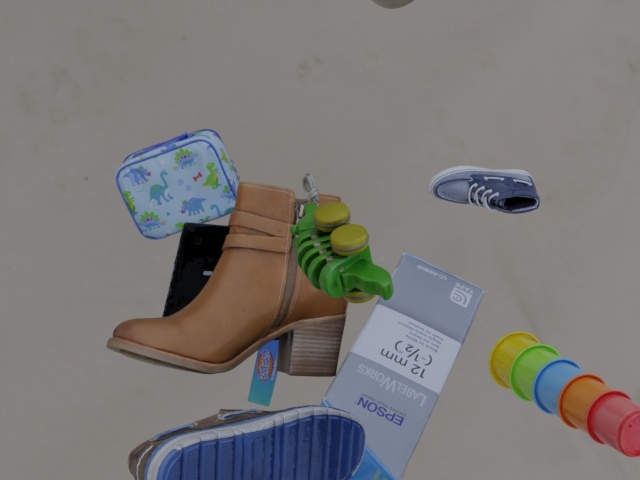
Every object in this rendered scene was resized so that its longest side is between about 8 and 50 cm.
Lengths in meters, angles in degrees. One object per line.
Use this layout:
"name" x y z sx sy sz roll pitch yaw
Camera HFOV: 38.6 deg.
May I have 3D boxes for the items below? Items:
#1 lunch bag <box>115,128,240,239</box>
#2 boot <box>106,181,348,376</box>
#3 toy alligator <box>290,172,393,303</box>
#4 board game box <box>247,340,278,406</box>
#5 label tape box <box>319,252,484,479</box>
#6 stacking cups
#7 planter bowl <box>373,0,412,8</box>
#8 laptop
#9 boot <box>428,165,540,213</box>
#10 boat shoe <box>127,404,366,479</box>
"lunch bag" -0.272 -0.112 1.766 0.219 0.090 0.176 -19 111 10
"boot" -0.094 0.040 1.034 0.284 0.109 0.220 5 85 -20
"toy alligator" 0.000 0.000 0.724 0.051 0.189 0.056 -20 124 -12
"board game box" -0.088 0.189 1.761 0.047 0.210 0.160 13 33 1
"label tape box" 0.046 0.218 1.012 0.115 0.249 0.347 27 48 10
"stacking cups" 0.351 0.220 1.274 0.096 0.316 0.096 -4 104 -17
"planter bowl" 0.076 -0.409 1.236 0.109 0.162 0.162 10 74 -38
"laptop" -0.108 0.064 1.239 0.234 0.136 0.264 4 122 -23
"boot" 0.291 -0.086 1.620 0.190 0.086 0.069 -4 121 2
"boat shoe" -0.049 0.144 0.643 0.183 0.066 0.066 6 92 -40
